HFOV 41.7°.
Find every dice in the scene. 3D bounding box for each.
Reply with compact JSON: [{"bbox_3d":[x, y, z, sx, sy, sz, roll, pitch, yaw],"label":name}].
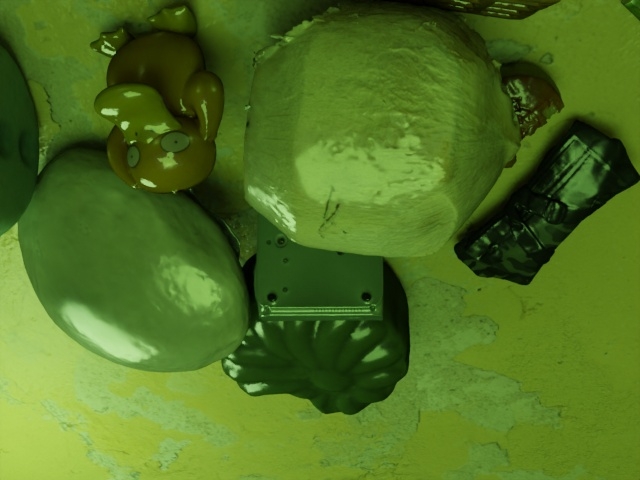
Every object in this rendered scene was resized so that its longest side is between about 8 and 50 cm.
[{"bbox_3d":[-0.585,-0.146,1.225,0.265,0.262,0.268,-1,130,5],"label":"dice"}]

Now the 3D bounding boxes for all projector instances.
[{"bbox_3d":[0.000,0.000,1.319,0.198,0.250,0.108,0,168,5],"label":"projector"}]

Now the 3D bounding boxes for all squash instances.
[{"bbox_3d":[0.453,-0.311,1.163,0.083,0.027,0.027,33,125,-24],"label":"squash"}]

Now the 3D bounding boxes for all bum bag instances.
[{"bbox_3d":[0.363,-0.042,1.361,0.144,0.095,0.340,35,124,-6],"label":"bum bag"}]

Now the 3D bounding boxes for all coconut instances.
[{"bbox_3d":[0.082,-0.151,1.124,0.360,0.346,0.346,5,131,0],"label":"coconut"}]

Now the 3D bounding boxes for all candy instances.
[{"bbox_3d":[-0.307,0.060,1.373,0.427,0.186,0.386,17,128,18],"label":"candy"}]

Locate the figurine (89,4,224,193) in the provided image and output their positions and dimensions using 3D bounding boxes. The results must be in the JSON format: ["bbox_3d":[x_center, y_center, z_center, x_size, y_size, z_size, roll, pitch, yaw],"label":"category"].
[{"bbox_3d":[-0.225,-0.192,1.190,0.215,0.228,0.215,0,140,0],"label":"figurine"}]

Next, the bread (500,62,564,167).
[{"bbox_3d":[0.270,-0.192,1.241,0.125,0.086,0.156,26,127,-16],"label":"bread"}]

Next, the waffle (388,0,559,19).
[{"bbox_3d":[0.123,-0.346,1.034,0.328,0.224,0.098,6,98,-2],"label":"waffle"}]

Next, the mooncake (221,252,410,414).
[{"bbox_3d":[-0.004,0.164,1.506,0.351,0.187,0.351,3,130,4],"label":"mooncake"}]
